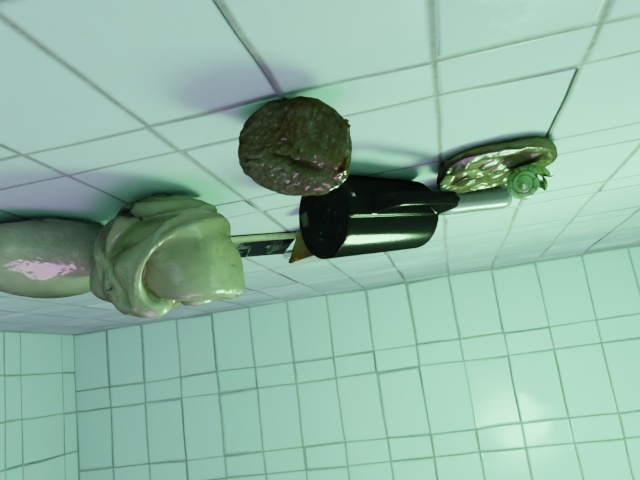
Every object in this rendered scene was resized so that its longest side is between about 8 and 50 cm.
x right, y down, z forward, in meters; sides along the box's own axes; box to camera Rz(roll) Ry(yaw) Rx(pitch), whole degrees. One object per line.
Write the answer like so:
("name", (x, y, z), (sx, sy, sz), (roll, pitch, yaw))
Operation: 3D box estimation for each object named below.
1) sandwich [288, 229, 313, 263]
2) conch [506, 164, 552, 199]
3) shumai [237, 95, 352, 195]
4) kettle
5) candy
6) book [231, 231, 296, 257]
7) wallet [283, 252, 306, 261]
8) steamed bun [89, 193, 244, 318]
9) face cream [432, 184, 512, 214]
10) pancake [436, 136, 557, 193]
("sandwich", (0.000, 0.000, 1.867), (0.258, 0.096, 0.094), (-17, 171, 32))
("conch", (0.504, -0.144, 1.391), (0.105, 0.079, 0.170), (-11, -176, 24))
("shumai", (-0.029, -0.157, 1.028), (0.205, 0.166, 0.175), (14, -177, 17))
("kettle", (0.138, -0.082, 1.415), (0.308, 0.203, 0.262), (-3, 141, -34))
("candy", (-0.736, 0.053, 1.492), (0.386, 0.186, 0.427), (-12, 163, 38))
("book", (-0.284, 0.025, 1.962), (0.373, 0.028, 0.262), (-5, 169, -14))
("wallet", (-0.053, 0.058, 2.233), (0.124, 0.032, 0.183), (-14, 168, 26))
("steamed bun", (-0.360, 0.015, 1.363), (0.342, 0.255, 0.367), (-20, -154, -37))
("face cream", (0.367, -0.109, 1.600), (0.291, 0.071, 0.144), (-7, -170, 2))
("pancake", (0.424, -0.179, 1.421), (0.294, 0.050, 0.294), (-10, 166, -3))
